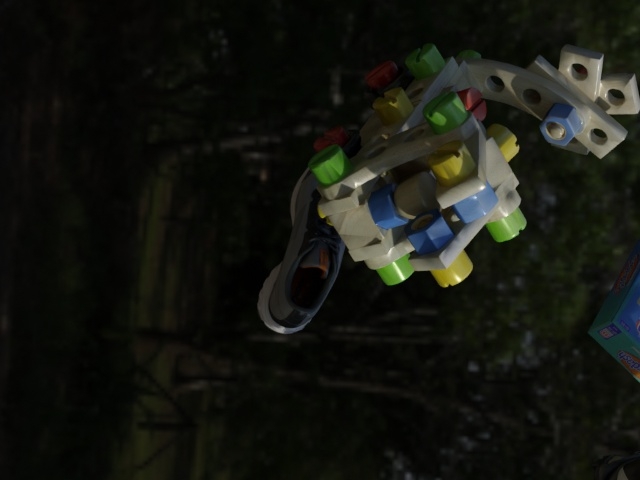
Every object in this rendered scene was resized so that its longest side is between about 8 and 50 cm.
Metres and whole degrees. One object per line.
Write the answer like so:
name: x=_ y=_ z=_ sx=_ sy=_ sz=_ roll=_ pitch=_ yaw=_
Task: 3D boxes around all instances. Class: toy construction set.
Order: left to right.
toy construction set: x=0.114 y=-0.082 z=1.106 sx=0.215 sy=0.327 sz=0.151 roll=-15 pitch=-77 yaw=42

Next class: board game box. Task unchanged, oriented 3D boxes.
board game box: x=0.442 y=0.092 z=1.738 sx=0.047 sy=0.160 sz=0.210 roll=-37 pitch=-168 yaw=52

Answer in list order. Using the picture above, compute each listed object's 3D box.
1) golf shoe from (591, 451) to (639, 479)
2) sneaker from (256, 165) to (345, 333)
golf shoe: x=0.312 y=0.183 z=1.081 sx=0.094 sy=0.198 sz=0.077 roll=-19 pitch=-93 yaw=61
sneaker: x=0.000 y=0.000 z=1.926 sx=0.108 sy=0.100 sz=0.272 roll=-22 pitch=-132 yaw=67
